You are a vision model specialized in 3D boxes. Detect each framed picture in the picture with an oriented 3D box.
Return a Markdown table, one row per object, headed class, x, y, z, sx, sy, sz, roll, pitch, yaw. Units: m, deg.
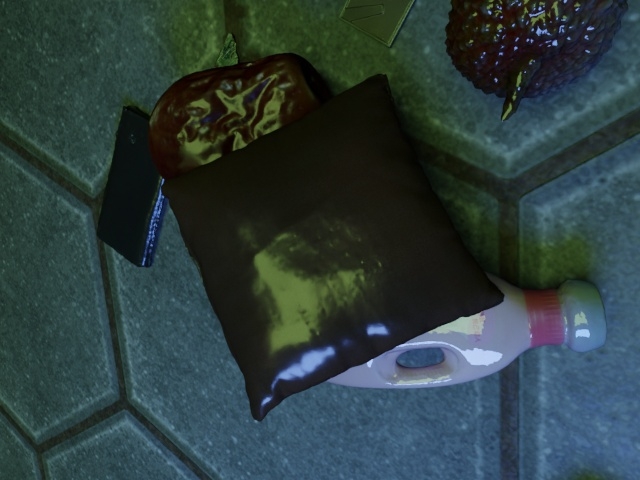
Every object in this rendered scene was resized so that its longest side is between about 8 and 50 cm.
| class | x | y | z | sx | sy | sz | roll | pitch | yaw |
| --- | --- | --- | --- | --- | --- | --- | --- | --- | --- |
| framed picture | 0.072 | -0.303 | 0.594 | 0.089 | 0.007 | 0.066 | 37 | 116 | 18 |

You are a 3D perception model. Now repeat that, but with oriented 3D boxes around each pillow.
| class | x | y | z | sx | sy | sz | roll | pitch | yaw |
| --- | --- | --- | --- | --- | --- | --- | --- | --- | --- |
| pillow | 0.000 | 0.000 | 0.515 | 0.306 | 0.108 | 0.307 | -26 | 78 | 6 |

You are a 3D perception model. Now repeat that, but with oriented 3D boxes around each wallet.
| class | x | y | z | sx | sy | sz | roll | pitch | yaw |
| --- | --- | --- | --- | --- | --- | --- | --- | --- | --- |
| wallet | -0.348 | -0.094 | 0.857 | 0.146 | 0.030 | 0.285 | 29 | 112 | 17 |

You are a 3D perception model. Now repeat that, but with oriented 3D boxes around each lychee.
| class | x | y | z | sx | sy | sz | roll | pitch | yaw |
| --- | --- | --- | --- | --- | --- | --- | --- | --- | --- |
| lychee | 0.207 | -0.215 | 0.447 | 0.165 | 0.165 | 0.197 | 2 | 73 | 29 |

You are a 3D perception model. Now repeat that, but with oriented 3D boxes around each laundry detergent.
| class | x | y | z | sx | sy | sz | roll | pitch | yaw |
| --- | --- | --- | --- | --- | --- | --- | --- | --- | --- |
| laundry detergent | 0.151 | 0.101 | 0.554 | 0.336 | 0.088 | 0.158 | -6 | 93 | 18 |

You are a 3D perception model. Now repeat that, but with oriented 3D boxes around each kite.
| class | x | y | z | sx | sy | sz | roll | pitch | yaw |
| --- | --- | --- | --- | --- | --- | --- | --- | --- | --- |
| kite | -0.126 | -0.258 | 0.713 | 0.157 | 0.011 | 0.138 | -11 | 98 | 31 |

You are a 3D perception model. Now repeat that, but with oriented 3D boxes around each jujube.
| class | x | y | z | sx | sy | sz | roll | pitch | yaw |
| --- | --- | --- | --- | --- | --- | --- | --- | --- | --- |
| jujube | -0.112 | -0.156 | 0.634 | 0.256 | 0.190 | 0.189 | -25 | 88 | 23 |
